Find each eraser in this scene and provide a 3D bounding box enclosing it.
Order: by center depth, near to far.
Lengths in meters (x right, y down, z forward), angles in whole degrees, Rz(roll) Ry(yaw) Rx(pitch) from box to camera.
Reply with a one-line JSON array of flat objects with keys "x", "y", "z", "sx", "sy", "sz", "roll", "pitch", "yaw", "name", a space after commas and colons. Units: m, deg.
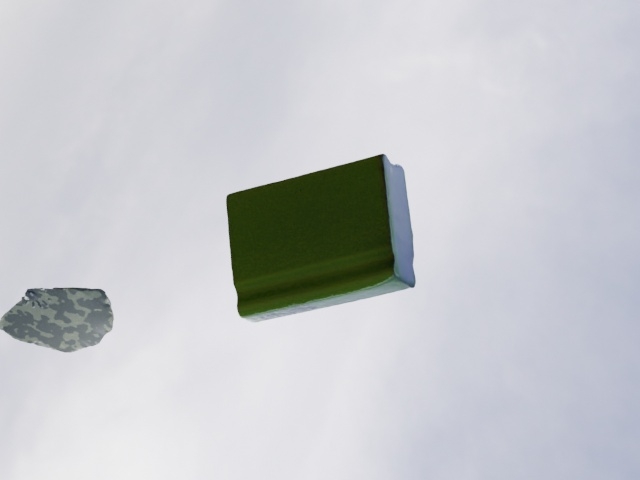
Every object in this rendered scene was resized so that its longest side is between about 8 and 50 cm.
[{"x": 0.000, "y": 0.000, "z": 1.784, "sx": 0.274, "sy": 0.092, "sz": 0.210, "roll": -11, "pitch": -107, "yaw": 18, "name": "eraser"}]

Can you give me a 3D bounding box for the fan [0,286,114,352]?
[{"x": -0.383, "y": 0.114, "z": 1.689, "sx": 0.240, "sy": 0.131, "sz": 0.009, "roll": -17, "pitch": -148, "yaw": 33, "name": "fan"}]
